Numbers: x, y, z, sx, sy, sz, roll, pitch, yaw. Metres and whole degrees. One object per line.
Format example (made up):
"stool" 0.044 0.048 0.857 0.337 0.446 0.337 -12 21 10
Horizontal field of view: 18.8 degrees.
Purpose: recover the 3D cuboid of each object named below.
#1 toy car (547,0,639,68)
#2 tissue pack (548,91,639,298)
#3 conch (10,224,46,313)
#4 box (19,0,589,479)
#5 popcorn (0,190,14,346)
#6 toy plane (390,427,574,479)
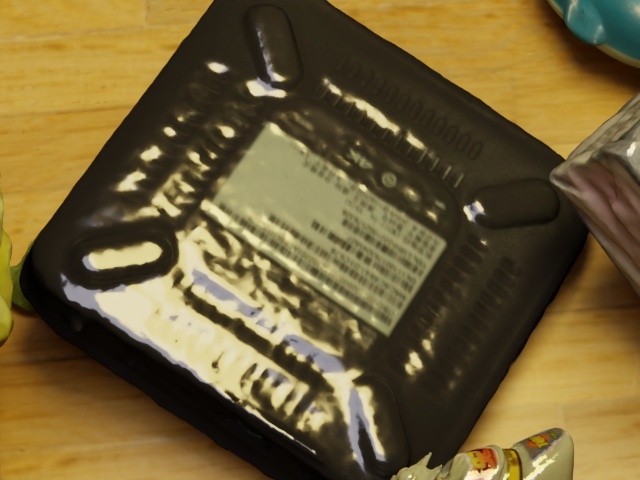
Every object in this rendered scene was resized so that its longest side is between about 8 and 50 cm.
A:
"toy car" 0.261 -0.233 1.287 0.255 0.190 0.188 -38 66 -18
"tissue pack" 0.371 -0.059 1.171 0.394 0.124 0.288 -42 97 -17
"conch" -0.150 0.019 1.252 0.121 0.074 0.089 -2 45 26
"box" 0.000 0.000 1.213 0.290 0.073 0.289 34 66 2
"popcorn" -0.313 0.028 1.117 0.312 0.312 0.312 -1 63 2
"toy plane" 0.041 0.212 1.109 0.108 0.092 0.286 41 92 -23
